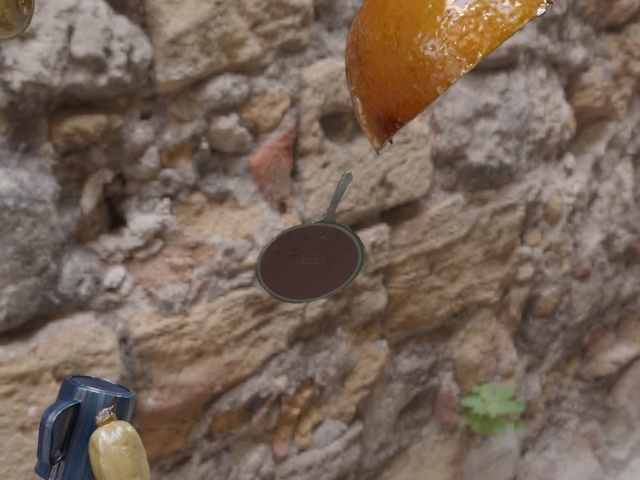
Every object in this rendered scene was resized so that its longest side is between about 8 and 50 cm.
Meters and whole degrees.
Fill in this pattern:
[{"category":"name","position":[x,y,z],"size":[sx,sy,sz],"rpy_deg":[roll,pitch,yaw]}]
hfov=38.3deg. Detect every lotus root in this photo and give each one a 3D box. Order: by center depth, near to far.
[{"category":"lotus root","position":[-0.267,0.290,1.217],"size":[0.073,0.150,0.062],"rpy_deg":[-18,-6,-6]}]

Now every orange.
[{"category":"orange","position":[0.158,-0.236,1.175],"size":[0.274,0.310,0.274],"rpy_deg":[-3,55,4]}]

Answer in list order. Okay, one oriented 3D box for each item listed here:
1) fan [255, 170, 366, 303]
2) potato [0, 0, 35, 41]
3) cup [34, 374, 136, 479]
[{"category":"fan","position":[0.000,0.000,0.683],"size":[0.085,0.133,0.005],"rpy_deg":[6,40,-19]},{"category":"potato","position":[-0.433,-0.329,1.146],"size":[0.137,0.137,0.176],"rpy_deg":[-13,53,-43]},{"category":"cup","position":[-0.330,0.270,1.295],"size":[0.113,0.138,0.150],"rpy_deg":[16,-1,-6]}]
